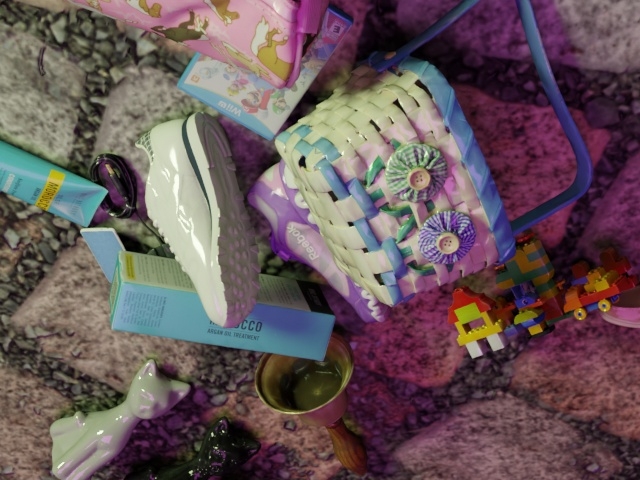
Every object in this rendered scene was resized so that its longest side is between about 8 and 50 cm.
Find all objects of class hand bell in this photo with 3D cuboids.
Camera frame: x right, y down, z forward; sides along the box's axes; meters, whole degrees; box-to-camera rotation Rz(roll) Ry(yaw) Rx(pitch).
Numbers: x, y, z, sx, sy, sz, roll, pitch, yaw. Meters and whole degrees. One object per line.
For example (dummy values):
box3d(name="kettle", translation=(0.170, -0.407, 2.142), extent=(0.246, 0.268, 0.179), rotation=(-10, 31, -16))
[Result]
box3d(name="hand bell", translation=(0.016, 0.231, 1.387), extent=(0.126, 0.126, 0.242), rotation=(-12, 136, 13))

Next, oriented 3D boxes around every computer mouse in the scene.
box3d(name="computer mouse", translation=(-0.194, 0.001, 1.260), extent=(0.071, 0.041, 0.242), rotation=(-23, 120, 21))

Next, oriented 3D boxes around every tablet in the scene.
box3d(name="tablet", translation=(-0.248, 0.019, 1.289), extent=(0.054, 0.006, 0.083), rotation=(-1, 129, 31))

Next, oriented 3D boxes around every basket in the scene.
box3d(name="basket", translation=(0.126, -0.084, 1.089), extent=(0.289, 0.201, 0.255), rotation=(-36, 116, -13))

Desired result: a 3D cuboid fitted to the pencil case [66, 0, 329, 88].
box3d(name="pencil case", translation=(-0.177, -0.270, 0.980), extent=(0.386, 0.160, 0.167), rotation=(20, 137, -4))

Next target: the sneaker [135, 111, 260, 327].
box3d(name="sneaker", translation=(-0.133, -0.017, 1.168), extent=(0.094, 0.090, 0.235), rotation=(-16, 81, 20))

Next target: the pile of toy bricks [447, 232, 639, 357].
box3d(name="pile of toy bricks", translation=(0.246, 0.044, 1.230), extent=(0.212, 0.118, 0.105), rotation=(-26, 92, 39))

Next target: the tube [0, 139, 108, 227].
box3d(name="tube", translation=(-0.345, -0.078, 1.216), extent=(0.207, 0.052, 0.080), rotation=(25, 145, -16))

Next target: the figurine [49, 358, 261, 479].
box3d(name="figurine", translation=(-0.220, 0.271, 1.436), extent=(0.209, 0.092, 0.215), rotation=(-38, 114, 18))

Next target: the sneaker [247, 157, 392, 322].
box3d(name="sneaker", translation=(0.000, 0.000, 1.218), extent=(0.104, 0.095, 0.236), rotation=(-21, 116, 26))

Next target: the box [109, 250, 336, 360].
box3d(name="box", translation=(-0.113, 0.074, 1.234), extent=(0.244, 0.100, 0.060), rotation=(10, 108, -16))

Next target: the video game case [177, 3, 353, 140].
box3d(name="video game case", translation=(-0.059, -0.194, 1.125), extent=(0.119, 0.015, 0.166), rotation=(29, 123, -15))

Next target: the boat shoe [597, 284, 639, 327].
box3d(name="boat shoe", translation=(0.403, 0.059, 1.241), extent=(0.170, 0.063, 0.059), rotation=(-6, 122, -2))
